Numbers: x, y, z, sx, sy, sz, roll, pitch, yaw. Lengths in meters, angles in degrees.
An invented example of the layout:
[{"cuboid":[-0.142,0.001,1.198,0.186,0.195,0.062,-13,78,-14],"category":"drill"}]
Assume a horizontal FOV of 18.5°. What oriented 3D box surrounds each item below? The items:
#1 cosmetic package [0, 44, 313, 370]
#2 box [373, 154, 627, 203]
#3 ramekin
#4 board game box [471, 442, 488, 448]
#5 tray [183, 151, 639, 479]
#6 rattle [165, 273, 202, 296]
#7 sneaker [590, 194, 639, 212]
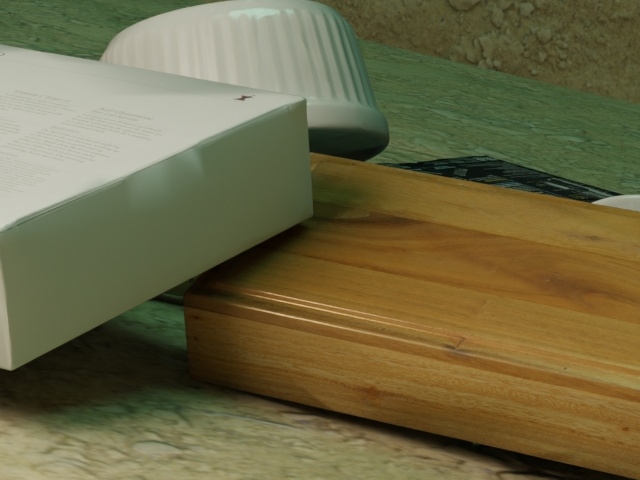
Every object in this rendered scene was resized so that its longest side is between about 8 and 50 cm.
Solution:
[{"cuboid":[-0.238,-0.043,1.297,0.377,0.097,0.284,13,29,36],"category":"cosmetic package"},{"cuboid":[0.178,-0.013,1.843,0.242,0.076,0.307,18,14,31],"category":"box"},{"cuboid":[-0.078,-0.127,1.764,0.273,0.127,0.273,-8,-9,-1],"category":"ramekin"},{"cuboid":[0.221,0.081,1.306,0.260,0.030,0.136,-3,33,-2],"category":"board game box"},{"cuboid":[0.141,0.048,1.270,0.411,0.076,0.203,10,33,22],"category":"tray"},{"cuboid":[-0.103,-0.034,1.546,0.130,0.142,0.199,-7,17,3],"category":"rattle"},{"cuboid":[0.201,0.027,1.515,0.217,0.079,0.121,-9,-20,5],"category":"sneaker"}]
